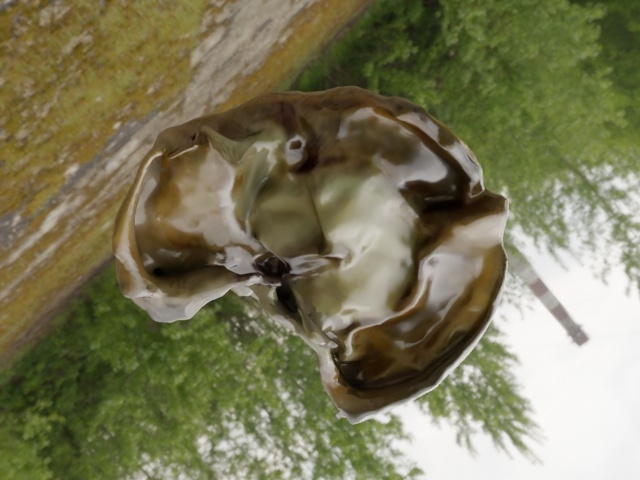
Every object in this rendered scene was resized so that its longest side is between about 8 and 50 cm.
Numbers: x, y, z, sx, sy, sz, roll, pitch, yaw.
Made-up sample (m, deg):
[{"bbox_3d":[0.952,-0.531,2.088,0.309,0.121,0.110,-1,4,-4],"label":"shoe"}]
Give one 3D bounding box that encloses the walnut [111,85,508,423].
[{"bbox_3d":[0.002,-0.011,0.484,0.204,0.238,0.141,-56,-169,17],"label":"walnut"}]
